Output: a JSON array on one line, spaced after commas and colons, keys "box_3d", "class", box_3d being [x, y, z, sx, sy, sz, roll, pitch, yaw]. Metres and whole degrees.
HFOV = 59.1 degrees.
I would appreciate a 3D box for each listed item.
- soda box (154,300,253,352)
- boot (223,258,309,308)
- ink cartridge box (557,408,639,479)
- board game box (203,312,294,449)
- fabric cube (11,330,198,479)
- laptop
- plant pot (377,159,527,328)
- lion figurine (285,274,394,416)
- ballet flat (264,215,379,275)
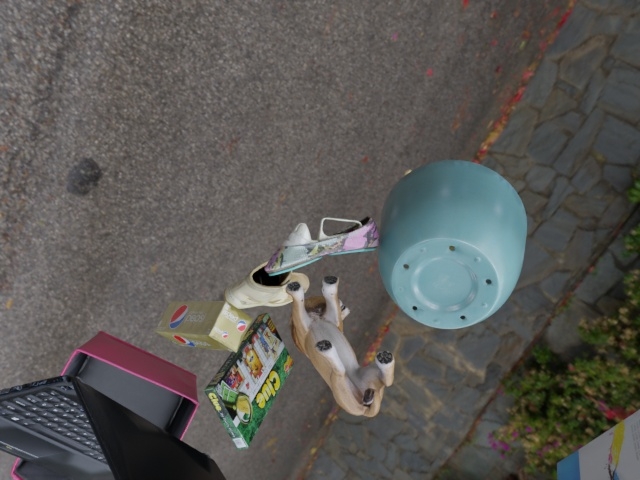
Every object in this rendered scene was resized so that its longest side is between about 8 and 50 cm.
[{"box_3d": [-0.192, 0.136, 0.909, 0.058, 0.181, 0.061, 40, 61, -31], "class": "soda box"}, {"box_3d": [-0.112, 0.111, 1.546, 0.262, 0.095, 0.203, -4, 160, -32], "class": "boot"}, {"box_3d": [0.551, 0.420, 0.897, 0.270, 0.198, 0.197, -58, 180, 36], "class": "ink cartridge box"}, {"box_3d": [-0.130, 0.263, 1.099, 0.030, 0.136, 0.259, -16, -162, 23], "class": "board game box"}, {"box_3d": [-0.420, 0.365, 1.156, 0.258, 0.254, 0.258, -64, -168, -8], "class": "fabric cube"}, {"box_3d": [-0.196, 0.233, 0.517, 0.265, 0.136, 0.234, -15, 138, 15], "class": "laptop"}, {"box_3d": [0.240, 0.027, 1.056, 0.292, 0.293, 0.235, -64, 179, 31], "class": "plant pot"}, {"box_3d": [0.032, 0.220, 1.076, 0.142, 0.392, 0.240, -14, 128, -8], "class": "lion figurine"}, {"box_3d": [0.000, 0.000, 1.014, 0.222, 0.079, 0.077, -14, -170, -15], "class": "ballet flat"}]
